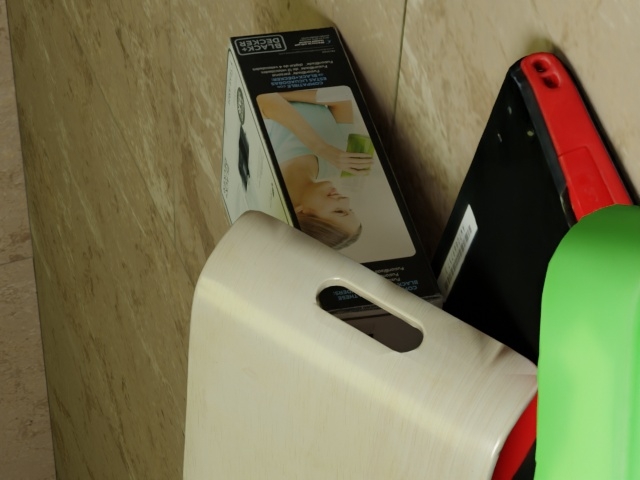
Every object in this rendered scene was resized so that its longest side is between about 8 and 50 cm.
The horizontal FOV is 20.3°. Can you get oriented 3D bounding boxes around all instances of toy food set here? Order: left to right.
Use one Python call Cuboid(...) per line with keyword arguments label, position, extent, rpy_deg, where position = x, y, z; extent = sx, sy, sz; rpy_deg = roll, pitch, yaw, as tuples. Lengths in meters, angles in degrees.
Cuboid(label="toy food set", position=(0.025, 0.139, 1.166), extent=(0.219, 0.092, 0.306), rpy_deg=(30, 139, 22))

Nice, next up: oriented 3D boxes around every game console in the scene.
Cuboid(label="game console", position=(0.148, 0.124, 1.094), extent=(0.386, 0.060, 0.342), rpy_deg=(107, 151, -59))

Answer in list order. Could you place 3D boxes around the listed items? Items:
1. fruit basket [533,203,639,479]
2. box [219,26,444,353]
Cuboid(label="fruit basket", position=(0.165, 0.171, 0.652), extent=(0.392, 0.282, 0.392), rpy_deg=(-3, 86, 56))
Cuboid(label="box", position=(0.000, 0.000, 1.310), extent=(0.169, 0.087, 0.290), rpy_deg=(96, 162, -44))
